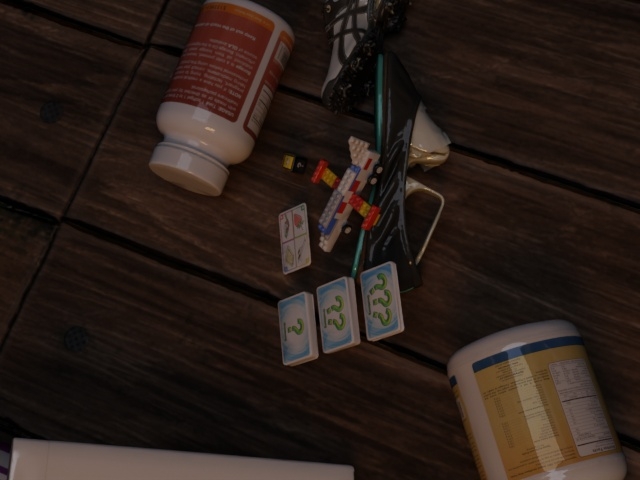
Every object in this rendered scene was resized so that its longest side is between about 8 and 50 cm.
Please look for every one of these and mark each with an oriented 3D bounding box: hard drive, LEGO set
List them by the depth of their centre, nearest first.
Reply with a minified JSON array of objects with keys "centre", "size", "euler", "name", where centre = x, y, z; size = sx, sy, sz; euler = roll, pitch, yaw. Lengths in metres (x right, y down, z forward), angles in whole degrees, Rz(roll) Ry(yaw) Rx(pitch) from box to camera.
[{"centre":[-0.141,0.329,1.063],"size":[0.352,0.047,0.233],"euler":[9,73,-18],"name":"hard drive"},{"centre":[0.000,0.000,1.173],"size":[0.182,0.060,0.244],"euler":[-22,65,43],"name":"LEGO set"}]

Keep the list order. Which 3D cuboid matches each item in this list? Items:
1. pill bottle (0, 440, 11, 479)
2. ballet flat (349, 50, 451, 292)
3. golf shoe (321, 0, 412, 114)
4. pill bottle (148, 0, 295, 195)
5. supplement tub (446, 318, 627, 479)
[{"centre":[-0.416,0.281,1.149],"size":[0.301,0.169,0.169],"euler":[18,77,15],"name":"pill bottle"},{"centre":[0.095,-0.073,1.213],"size":[0.096,0.095,0.281],"euler":[7,85,2],"name":"ballet flat"},{"centre":[0.035,-0.242,1.283],"size":[0.093,0.077,0.198],"euler":[19,71,26],"name":"golf shoe"},{"centre":[-0.120,-0.168,1.255],"size":[0.121,0.121,0.216],"euler":[18,77,14],"name":"pill bottle"},{"centre":[0.221,0.194,1.076],"size":[0.144,0.144,0.200],"euler":[-17,72,4],"name":"supplement tub"}]
